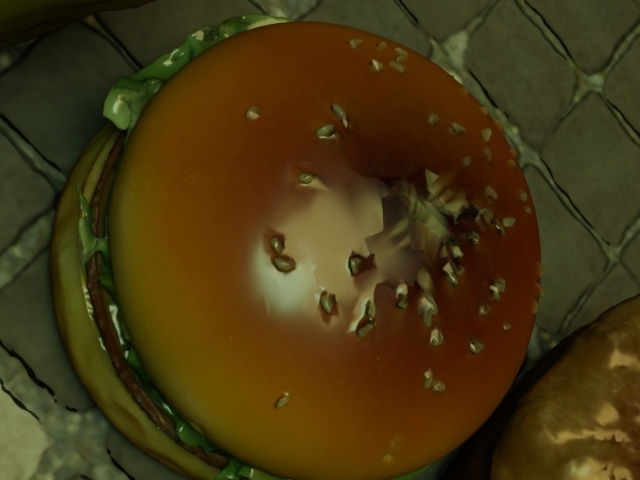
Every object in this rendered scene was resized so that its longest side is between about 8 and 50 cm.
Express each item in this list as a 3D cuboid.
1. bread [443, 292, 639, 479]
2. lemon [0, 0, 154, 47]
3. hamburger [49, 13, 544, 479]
[{"bbox_3d":[0.133,0.153,0.658,0.134,0.129,0.260,8,70,-27],"label":"bread"},{"bbox_3d":[-0.157,-0.243,0.478,0.387,0.350,0.350,49,58,-4],"label":"lemon"},{"bbox_3d":[-0.001,0.001,0.599,0.246,0.170,0.246,8,74,-29],"label":"hamburger"}]
